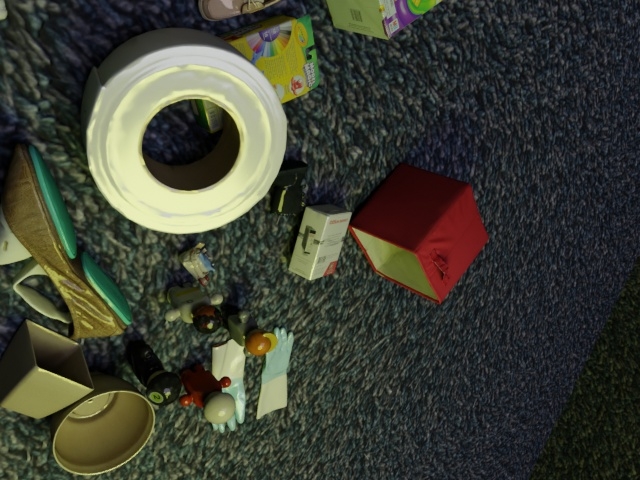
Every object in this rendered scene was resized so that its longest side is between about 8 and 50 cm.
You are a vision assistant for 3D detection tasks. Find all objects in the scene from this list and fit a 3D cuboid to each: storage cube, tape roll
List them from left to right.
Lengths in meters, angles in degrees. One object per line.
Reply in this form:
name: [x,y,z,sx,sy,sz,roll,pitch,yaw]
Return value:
tape roll: [-0.197,-0.155,0.921,0.286,0.100,0.286,-12,125,-18]
storage cube: [0.211,-0.017,1.336,0.193,0.215,0.183,-50,136,-17]

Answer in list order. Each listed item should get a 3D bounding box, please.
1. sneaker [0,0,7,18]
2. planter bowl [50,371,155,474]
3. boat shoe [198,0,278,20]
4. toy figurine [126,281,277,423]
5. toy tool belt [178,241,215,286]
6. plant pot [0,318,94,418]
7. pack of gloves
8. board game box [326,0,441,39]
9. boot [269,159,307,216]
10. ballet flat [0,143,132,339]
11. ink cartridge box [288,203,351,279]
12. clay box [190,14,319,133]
sneaker: [-0.463,-0.286,0.693,0.212,0.080,0.094,-19,113,-42]
planter bowl: [-0.371,0.287,1.055,0.162,0.109,0.162,-17,123,-28]
boat shoe: [-0.103,-0.378,0.959,0.170,0.059,0.063,-35,132,-22]
toy figurine: [-0.206,0.198,1.117,0.213,0.148,0.209,39,85,-42]
toy tool belt: [-0.206,0.041,1.110,0.051,0.052,0.083,-39,135,-7]
plant pot: [-0.431,0.205,0.970,0.096,0.109,0.109,-43,136,3]
pack of gloves: [-0.132,0.297,1.322,0.195,0.046,0.232,-14,122,-35]
board game box: [0.147,-0.478,1.065,0.275,0.144,0.142,-40,133,-19]
boot: [-0.076,-0.092,1.159,0.121,0.045,0.099,-10,125,-36]
ballet flat: [-0.391,0.026,0.913,0.124,0.116,0.342,-22,132,-8]
ink cartridge box: [0.000,0.000,1.247,0.099,0.056,0.135,-11,122,-59]
clay box: [-0.107,-0.274,1.019,0.222,0.053,0.127,-29,130,-27]
